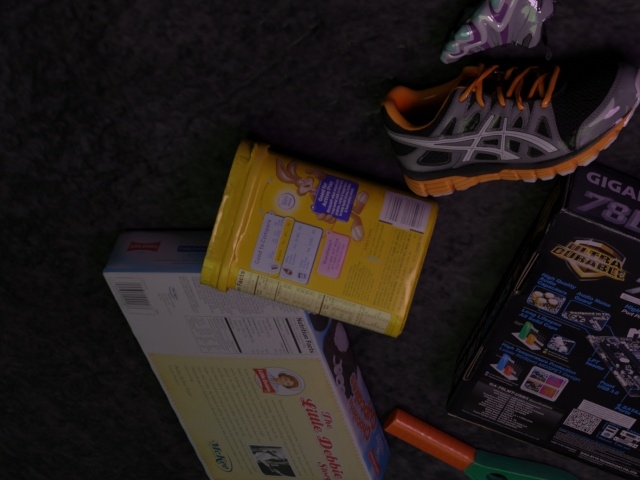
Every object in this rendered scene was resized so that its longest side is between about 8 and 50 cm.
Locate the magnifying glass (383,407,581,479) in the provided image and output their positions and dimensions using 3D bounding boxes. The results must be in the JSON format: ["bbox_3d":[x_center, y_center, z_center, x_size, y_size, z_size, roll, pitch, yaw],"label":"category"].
[{"bbox_3d":[0.168,0.227,1.428,0.231,0.026,0.092,27,139,-11],"label":"magnifying glass"}]

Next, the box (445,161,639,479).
[{"bbox_3d":[0.287,0.095,1.201,0.295,0.073,0.293,20,138,0],"label":"box"}]

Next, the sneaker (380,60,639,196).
[{"bbox_3d":[0.135,-0.093,1.054,0.214,0.084,0.083,-16,123,35],"label":"sneaker"}]

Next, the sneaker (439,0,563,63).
[{"bbox_3d":[0.134,-0.146,1.027,0.069,0.038,0.098,32,138,-12],"label":"sneaker"}]

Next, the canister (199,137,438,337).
[{"bbox_3d":[0.000,0.000,1.179,0.169,0.073,0.126,17,95,1],"label":"canister"}]

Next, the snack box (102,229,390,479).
[{"bbox_3d":[-0.062,0.122,1.373,0.187,0.060,0.322,0,135,22],"label":"snack box"}]
